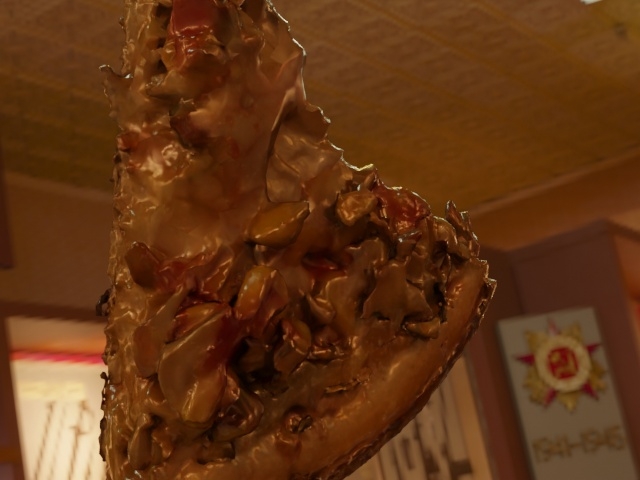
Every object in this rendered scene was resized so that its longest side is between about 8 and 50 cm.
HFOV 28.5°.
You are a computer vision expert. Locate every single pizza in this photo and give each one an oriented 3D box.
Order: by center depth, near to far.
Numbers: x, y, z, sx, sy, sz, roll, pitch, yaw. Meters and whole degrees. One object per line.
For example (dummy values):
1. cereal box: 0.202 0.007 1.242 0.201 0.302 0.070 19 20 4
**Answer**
1. pizza: 0.000 0.000 0.639 0.074 0.288 0.251 4 4 44
